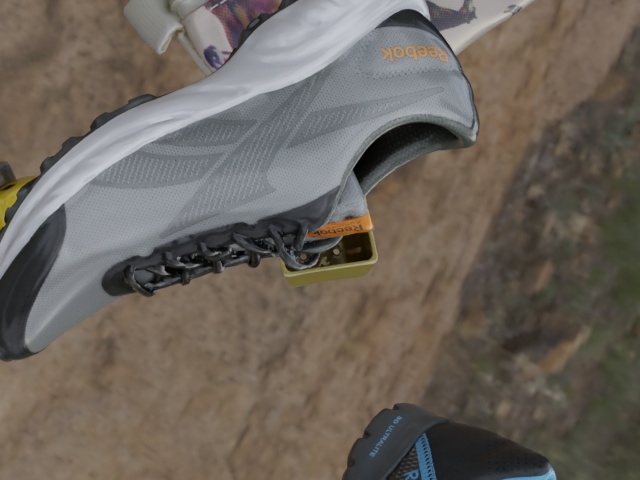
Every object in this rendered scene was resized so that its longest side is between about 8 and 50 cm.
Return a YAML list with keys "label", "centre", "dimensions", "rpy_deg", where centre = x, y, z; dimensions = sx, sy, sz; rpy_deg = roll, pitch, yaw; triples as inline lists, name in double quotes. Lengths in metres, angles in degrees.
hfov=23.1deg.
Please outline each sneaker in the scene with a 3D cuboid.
- label: "sneaker"
  centre: [-0.045, -0.022, 0.748]
  dimensions: [0.271, 0.108, 0.100]
  rpy_deg: [-35, 166, -3]
- label: "sneaker"
  centre: [0.040, 0.253, 1.038]
  dimensions: [0.340, 0.140, 0.125]
  rpy_deg: [-58, 142, -30]

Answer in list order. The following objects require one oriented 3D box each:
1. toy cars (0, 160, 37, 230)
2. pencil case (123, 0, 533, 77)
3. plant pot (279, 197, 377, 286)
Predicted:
- label: "toy cars"
  centre: [-0.320, -0.045, 1.045]
  dimensions: [0.087, 0.394, 0.176]
  rpy_deg: [-35, 152, -39]
- label: "pencil case"
  centre: [0.081, -0.218, 0.976]
  dimensions: [0.410, 0.160, 0.183]
  rpy_deg: [-34, 143, 14]
- label: "plant pot"
  centre: [0.000, 0.000, 1.350]
  dimensions: [0.082, 0.081, 0.083]
  rpy_deg: [-9, 161, -5]
